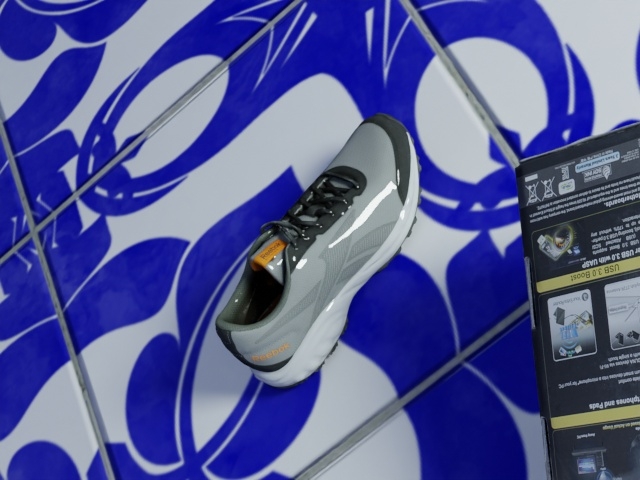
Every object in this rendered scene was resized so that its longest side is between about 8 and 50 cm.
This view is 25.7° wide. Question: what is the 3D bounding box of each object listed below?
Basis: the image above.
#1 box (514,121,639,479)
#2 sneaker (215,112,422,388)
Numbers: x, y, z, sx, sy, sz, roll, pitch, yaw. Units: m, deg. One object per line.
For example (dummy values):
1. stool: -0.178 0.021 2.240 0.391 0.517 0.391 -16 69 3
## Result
1. box: 0.309 0.057 0.890 0.395 0.097 0.318 -19 70 47
2. sneaker: 0.000 0.000 1.275 0.100 0.108 0.272 21 78 45
